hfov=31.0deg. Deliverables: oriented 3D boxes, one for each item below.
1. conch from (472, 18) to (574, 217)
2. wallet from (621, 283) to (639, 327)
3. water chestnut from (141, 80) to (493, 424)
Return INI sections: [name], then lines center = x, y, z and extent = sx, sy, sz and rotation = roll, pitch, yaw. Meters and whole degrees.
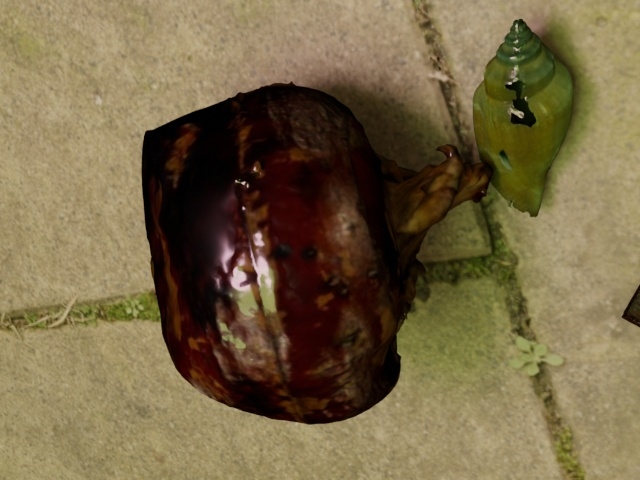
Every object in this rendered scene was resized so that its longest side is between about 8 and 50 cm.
[conch]
center = 0.185, -0.119, 1.067
extent = 0.095, 0.079, 0.201
rotation = 40, 140, 29
[wallet]
center = 0.412, 0.085, 1.062
extent = 0.243, 0.039, 0.133
rotation = 30, 128, 13
[water chestnut]
center = 0.000, 0.000, 1.102
extent = 0.346, 0.335, 0.335
rotation = -11, 113, 0
